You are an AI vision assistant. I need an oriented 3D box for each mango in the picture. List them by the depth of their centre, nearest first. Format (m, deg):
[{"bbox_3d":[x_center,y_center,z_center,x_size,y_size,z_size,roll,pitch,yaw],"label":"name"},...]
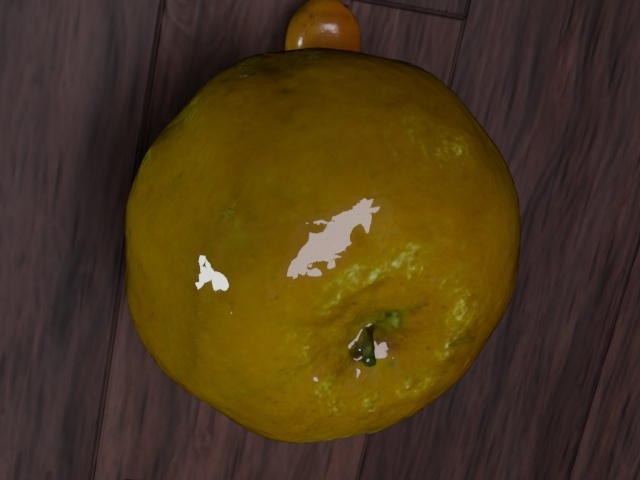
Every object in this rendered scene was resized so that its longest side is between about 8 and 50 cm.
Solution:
[{"bbox_3d":[0.000,-0.139,0.756,0.060,0.046,0.089,3,121,-23],"label":"mango"}]

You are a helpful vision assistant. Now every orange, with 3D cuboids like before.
[{"bbox_3d":[0.000,0.000,0.695,0.279,0.235,0.279,-12,127,-16],"label":"orange"}]
